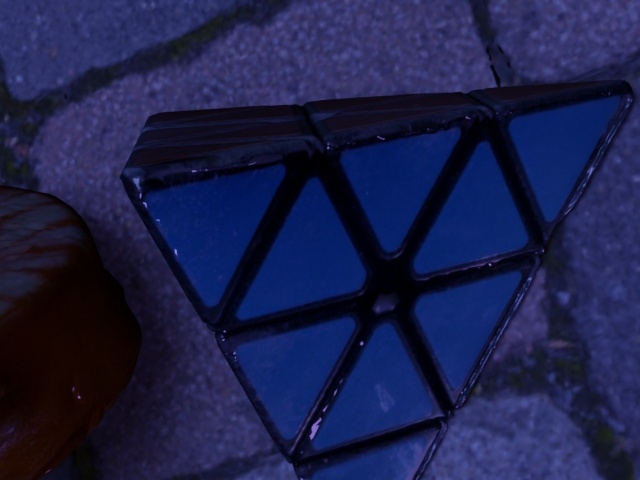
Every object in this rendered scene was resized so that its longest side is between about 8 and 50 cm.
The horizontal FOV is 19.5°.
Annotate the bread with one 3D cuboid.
[{"bbox_3d":[-0.278,0.069,1.074,0.327,0.295,0.114,3,118,25],"label":"bread"}]

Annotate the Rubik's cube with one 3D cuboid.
[{"bbox_3d":[0.001,-0.002,1.011,0.229,0.233,0.228,28,52,-6],"label":"Rubik's cube"}]
